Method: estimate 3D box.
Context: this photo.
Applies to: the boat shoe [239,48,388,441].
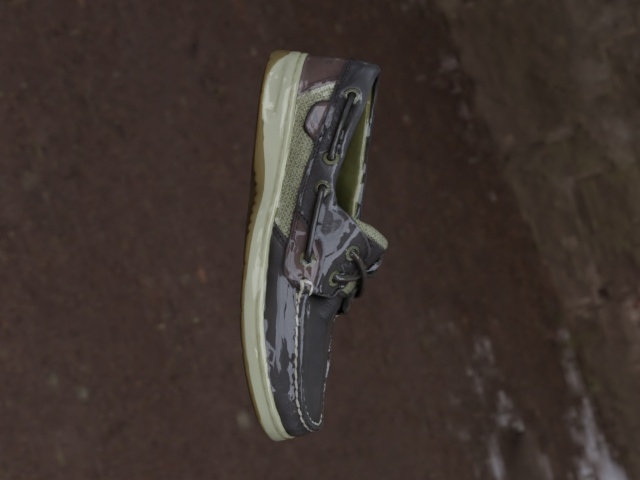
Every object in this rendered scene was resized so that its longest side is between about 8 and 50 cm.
[{"bbox_3d":[0.000,0.000,0.880,0.080,0.073,0.223,43,47,-71],"label":"boat shoe"}]
